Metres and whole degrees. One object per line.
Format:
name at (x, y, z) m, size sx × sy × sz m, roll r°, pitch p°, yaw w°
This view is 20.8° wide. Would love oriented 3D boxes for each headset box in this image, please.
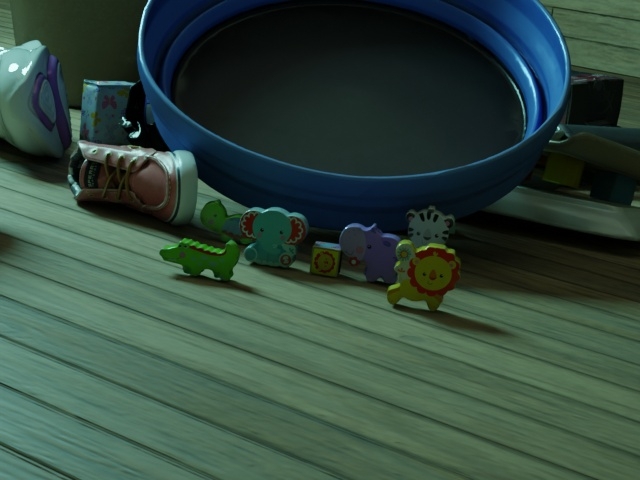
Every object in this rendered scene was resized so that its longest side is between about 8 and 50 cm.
headset box at (0.252, -0.178, 2.298) m, size 0.293 × 0.110 × 0.218 m, roll 12°, pitch 12°, yaw 25°

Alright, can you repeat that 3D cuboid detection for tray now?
tray at (0.202, -0.038, 1.711) m, size 0.270 × 0.030 × 0.145 m, roll 13°, pitch 5°, yaw 25°

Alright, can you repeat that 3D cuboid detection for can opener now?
can opener at (0.289, -0.081, 1.990) m, size 0.283 × 0.076 × 0.095 m, roll -1°, pitch 46°, yaw -39°

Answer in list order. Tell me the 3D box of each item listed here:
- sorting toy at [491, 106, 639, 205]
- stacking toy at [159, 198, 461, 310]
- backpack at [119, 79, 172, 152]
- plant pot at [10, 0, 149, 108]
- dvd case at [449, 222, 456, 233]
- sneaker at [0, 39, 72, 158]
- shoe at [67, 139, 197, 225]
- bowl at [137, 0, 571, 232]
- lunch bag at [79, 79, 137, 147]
sorting toy at (0.248, -0.071, 1.759) m, size 0.347 × 0.047 × 0.196 m, roll 16°, pitch -5°, yaw -35°
stacking toy at (0.000, 0.000, 1.347) m, size 0.221 × 0.052 × 0.167 m, roll 8°, pitch 10°, yaw 4°
backpack at (-0.069, -0.218, 1.837) m, size 0.213 × 0.263 × 0.276 m, roll 1°, pitch 7°, yaw 22°
plant pot at (-0.283, -0.286, 2.176) m, size 0.263 × 0.229 × 0.263 m, roll 7°, pitch 11°, yaw -1°
dvd case at (0.067, -0.026, 1.635) m, size 0.087 × 0.013 × 0.119 m, roll 4°, pitch 10°, yaw -18°
sneaker at (-0.332, -0.136, 1.759) m, size 0.152 × 0.114 × 0.305 m, roll -9°, pitch 10°, yaw -12°
shoe at (-0.162, -0.050, 1.480) m, size 0.081 × 0.064 × 0.178 m, roll 2°, pitch 7°, yaw -20°
bowl at (0.029, -0.150, 1.576) m, size 0.391 × 0.077 × 0.391 m, roll 3°, pitch 41°, yaw -3°
lunch bag at (-0.209, -0.134, 1.854) m, size 0.083 × 0.071 × 0.053 m, roll 1°, pitch 11°, yaw -34°
